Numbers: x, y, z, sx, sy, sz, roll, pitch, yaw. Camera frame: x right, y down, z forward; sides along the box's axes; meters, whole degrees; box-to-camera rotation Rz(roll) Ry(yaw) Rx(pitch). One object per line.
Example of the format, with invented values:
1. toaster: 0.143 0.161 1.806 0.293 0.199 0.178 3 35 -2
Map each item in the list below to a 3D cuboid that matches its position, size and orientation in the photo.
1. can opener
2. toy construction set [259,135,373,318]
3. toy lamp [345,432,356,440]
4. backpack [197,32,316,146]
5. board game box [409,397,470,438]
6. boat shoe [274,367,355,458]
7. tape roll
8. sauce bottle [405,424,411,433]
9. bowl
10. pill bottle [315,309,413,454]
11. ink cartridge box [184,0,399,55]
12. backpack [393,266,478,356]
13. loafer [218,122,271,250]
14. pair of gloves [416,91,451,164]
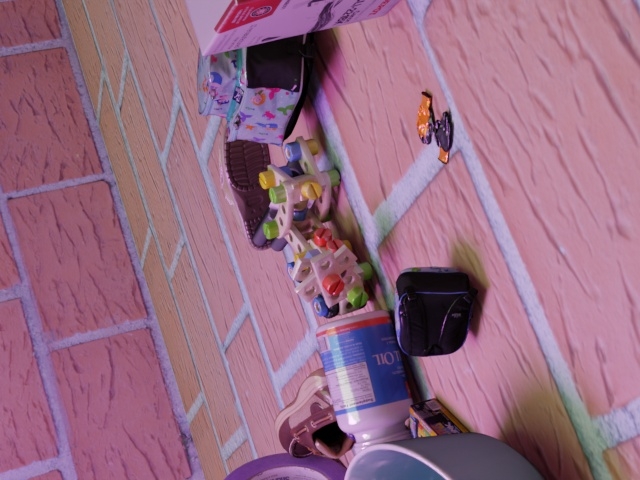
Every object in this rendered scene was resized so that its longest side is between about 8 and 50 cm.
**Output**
1. can opener: -0.061 -0.057 1.921 0.280 0.074 0.093 124 163 -62
2. toy construction set: 0.000 0.000 1.676 0.328 0.151 0.215 -110 18 -51
3. toy lamp: 0.119 0.408 1.662 0.080 0.080 0.275 106 145 -55
4. backpack: -0.105 -0.277 1.694 0.253 0.191 0.225 99 172 -64
5. board game box: 0.188 0.331 1.503 0.170 0.048 0.141 -139 41 -58
6. boat shoe: 0.004 0.349 1.922 0.123 0.123 0.342 68 153 26
7. tape roll: -0.063 0.518 1.975 0.275 0.275 0.090 -139 41 -59
8. sauce bottle: 0.145 0.354 1.642 0.042 0.042 0.128 102 150 -51
9. bowl: 0.186 0.365 1.299 0.311 0.163 0.311 30 131 42
10. pill bottle: 0.076 0.228 1.618 0.124 0.124 0.221 143 114 -69
11. ink cartridge box: -0.018 -0.337 1.293 0.114 0.273 0.197 72 160 2
12. backpack: 0.149 0.093 1.378 0.084 0.105 0.114 -92 2 -55
13. loafer: -0.152 -0.112 2.059 0.092 0.102 0.268 19 121 60
14. pair of gloves: 0.147 -0.146 1.352 0.083 0.010 0.074 -128 31 -48
